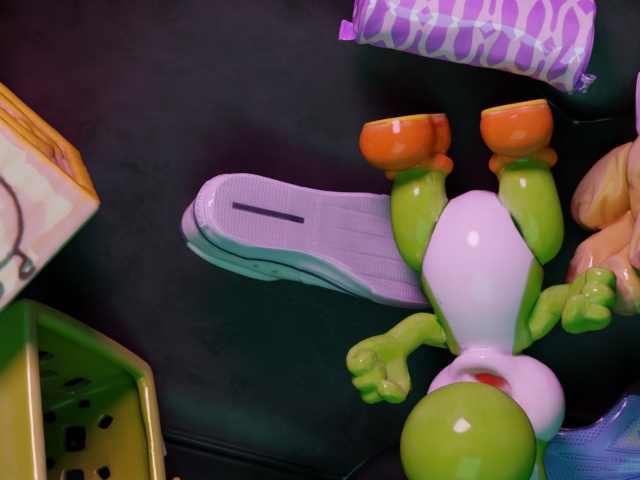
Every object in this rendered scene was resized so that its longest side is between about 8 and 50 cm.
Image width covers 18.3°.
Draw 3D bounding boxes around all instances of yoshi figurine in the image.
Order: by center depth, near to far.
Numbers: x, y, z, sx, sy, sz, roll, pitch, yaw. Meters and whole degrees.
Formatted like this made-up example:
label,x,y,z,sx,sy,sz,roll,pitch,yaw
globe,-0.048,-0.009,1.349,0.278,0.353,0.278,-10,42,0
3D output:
label,x,y,z,sx,sy,sz,roll,pitch,yaw
yoshi figurine,0.127,0.072,1.635,0.203,0.203,0.362,-7,92,-31

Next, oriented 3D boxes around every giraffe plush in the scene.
label,x,y,z,sx,sy,sz,roll,pitch,yaw
giraffe plush,0.326,-0.022,1.682,0.170,0.181,0.210,19,83,-20

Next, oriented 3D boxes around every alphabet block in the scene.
label,x,y,z,sx,sy,sz,roll,pitch,yaw
alphabet block,-0.320,-0.039,1.623,0.192,0.193,0.197,41,95,-22

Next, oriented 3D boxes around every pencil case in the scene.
label,x,y,z,sx,sy,sz,roll,pitch,yaw
pencil case,0.126,-0.179,1.629,0.206,0.086,0.088,15,145,-5

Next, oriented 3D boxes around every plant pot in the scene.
label,x,y,z,sx,sy,sz,roll,pitch,yaw
plant pot,-0.275,0.207,1.733,0.207,0.228,0.227,-17,154,19

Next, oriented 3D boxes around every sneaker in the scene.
label,x,y,z,sx,sy,sz,roll,pitch,yaw
sneaker,0.000,0.000,1.730,0.258,0.094,0.091,19,161,-23
sneaker,0.181,0.210,1.827,0.330,0.130,0.147,-21,89,22

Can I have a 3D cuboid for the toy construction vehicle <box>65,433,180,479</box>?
label,x,y,z,sx,sy,sz,roll,pitch,yaw
toy construction vehicle,-0.187,0.215,1.879,0.098,0.035,0.086,-15,106,7
